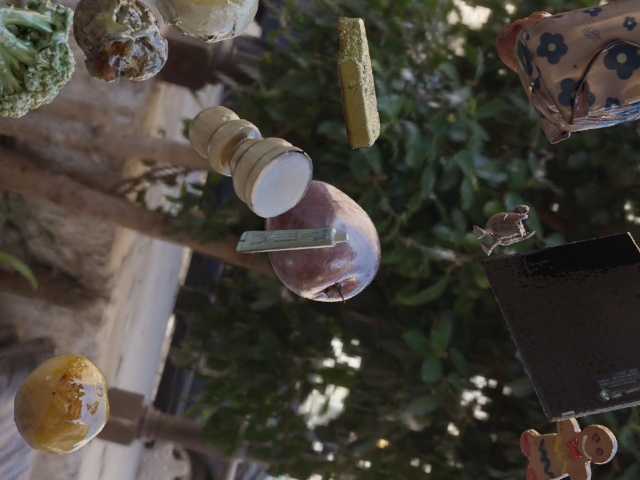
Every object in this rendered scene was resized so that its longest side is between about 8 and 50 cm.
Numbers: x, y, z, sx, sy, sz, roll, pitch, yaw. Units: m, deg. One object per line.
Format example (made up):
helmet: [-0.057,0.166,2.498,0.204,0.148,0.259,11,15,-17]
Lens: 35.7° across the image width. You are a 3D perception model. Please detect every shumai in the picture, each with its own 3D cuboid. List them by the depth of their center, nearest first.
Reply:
shumai: [-0.410,-0.408,2.013,0.161,0.209,0.153,-36,-163,12]

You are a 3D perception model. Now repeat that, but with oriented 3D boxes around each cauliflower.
cauliflower: [-0.688,-0.424,2.175,0.327,0.281,0.260,-44,-144,-13]

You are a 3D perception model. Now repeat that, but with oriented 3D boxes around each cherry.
cherry: [0.000,0.000,2.080,0.221,0.307,0.261,-39,152,17]

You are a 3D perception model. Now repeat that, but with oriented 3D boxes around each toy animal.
toy animal: [0.490,-0.038,2.531,0.089,0.179,0.188,64,-19,-16]

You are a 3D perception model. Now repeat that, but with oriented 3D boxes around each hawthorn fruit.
hawthorn fruit: [0.401,-0.368,1.879,0.125,0.140,0.125,-30,-144,25]

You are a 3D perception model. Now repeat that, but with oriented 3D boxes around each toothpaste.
toothpaste: [-0.046,-0.002,1.645,0.048,0.197,0.029,-72,150,-41]

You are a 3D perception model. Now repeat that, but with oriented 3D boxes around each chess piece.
chess piece: [-0.145,-0.164,1.858,0.261,0.142,0.143,39,-55,37]

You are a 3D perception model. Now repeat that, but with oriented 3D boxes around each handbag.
handbag: [0.472,-0.285,1.691,0.190,0.251,0.193,83,-7,-76]

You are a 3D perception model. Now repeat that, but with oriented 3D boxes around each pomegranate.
pomegranate: [-0.592,0.378,2.283,0.233,0.233,0.233,-165,-90,-87]

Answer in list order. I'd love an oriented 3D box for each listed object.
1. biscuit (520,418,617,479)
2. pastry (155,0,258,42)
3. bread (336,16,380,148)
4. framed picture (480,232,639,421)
biscuit: [0.577,0.494,2.327,0.250,0.036,0.165,-25,-110,41]
pastry: [-0.257,-0.580,2.289,0.133,0.264,0.265,106,-2,-64]
bread: [0.065,-0.285,1.789,0.088,0.049,0.226,-52,136,-62]
framed picture: [0.416,0.121,1.521,0.339,0.255,0.014,-105,-175,-48]
